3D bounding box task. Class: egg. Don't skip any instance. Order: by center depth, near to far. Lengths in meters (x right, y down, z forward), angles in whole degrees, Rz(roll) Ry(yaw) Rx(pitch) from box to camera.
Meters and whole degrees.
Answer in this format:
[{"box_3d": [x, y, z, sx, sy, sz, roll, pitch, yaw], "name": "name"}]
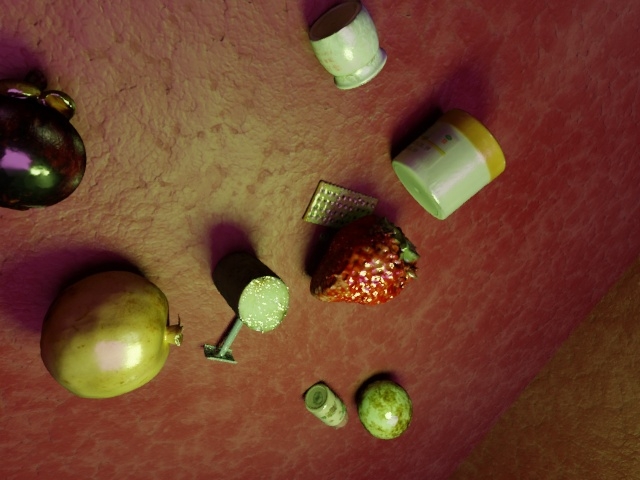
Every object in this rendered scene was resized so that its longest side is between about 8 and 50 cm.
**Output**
[{"box_3d": [0.279, 0.735, 1.792, 0.238, 0.238, 0.290, -25, 148, -11], "name": "egg"}]

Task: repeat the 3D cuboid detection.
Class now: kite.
[{"box_3d": [0.005, 0.002, 1.311, 0.044, 0.002, 0.078, 18, 110, -35], "name": "kite"}]

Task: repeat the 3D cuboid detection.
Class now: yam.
[{"box_3d": [-0.194, 0.132, 1.139, 0.161, 0.268, 0.162, -8, 108, -25], "name": "yam"}]

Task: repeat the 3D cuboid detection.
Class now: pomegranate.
[{"box_3d": [-0.500, 0.229, 1.015, 0.318, 0.319, 0.320, -13, 126, -19], "name": "pomegranate"}]

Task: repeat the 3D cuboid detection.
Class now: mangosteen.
[{"box_3d": [-0.558, -0.190, 0.769, 0.228, 0.228, 0.266, 10, 87, -32], "name": "mangosteen"}]

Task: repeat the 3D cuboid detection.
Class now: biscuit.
[{"box_3d": [0.067, -0.094, 1.272, 0.231, 0.016, 0.139, 13, 113, -34], "name": "biscuit"}]

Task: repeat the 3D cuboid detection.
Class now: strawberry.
[{"box_3d": [0.108, 0.081, 1.256, 0.351, 0.268, 0.312, -28, 172, 30], "name": "strawberry"}]

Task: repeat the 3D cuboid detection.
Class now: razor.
[{"box_3d": [-0.273, 0.285, 1.326, 0.106, 0.068, 0.232, 25, 100, -38], "name": "razor"}]

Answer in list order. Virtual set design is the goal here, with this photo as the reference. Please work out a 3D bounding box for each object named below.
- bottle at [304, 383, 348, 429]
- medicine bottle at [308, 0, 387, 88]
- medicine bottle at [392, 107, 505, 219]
[{"box_3d": [0.038, 0.701, 1.719, 0.120, 0.120, 0.253, -36, 132, -2], "name": "bottle"}, {"box_3d": [0.064, -0.448, 0.950, 0.147, 0.147, 0.143, -40, 133, 2], "name": "medicine bottle"}, {"box_3d": [0.366, -0.220, 1.201, 0.231, 0.238, 0.238, -39, 130, 3], "name": "medicine bottle"}]
